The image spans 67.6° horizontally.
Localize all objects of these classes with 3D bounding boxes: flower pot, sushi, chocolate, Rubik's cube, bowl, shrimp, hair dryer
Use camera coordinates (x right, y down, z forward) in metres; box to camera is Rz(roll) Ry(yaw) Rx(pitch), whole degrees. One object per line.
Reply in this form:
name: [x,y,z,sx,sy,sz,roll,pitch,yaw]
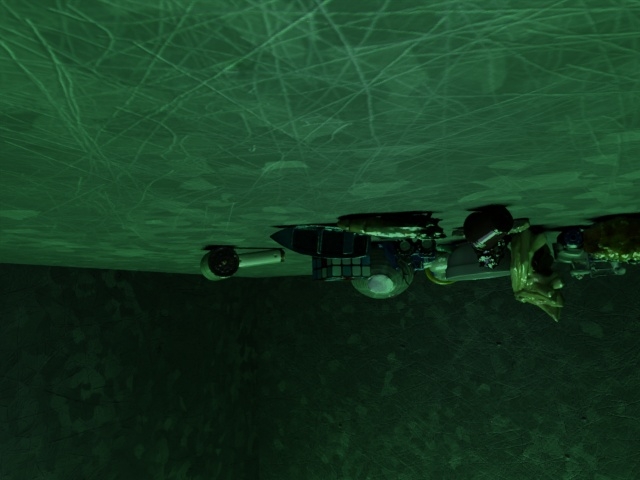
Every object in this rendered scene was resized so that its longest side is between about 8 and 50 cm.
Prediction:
flower pot: [0.436,-0.037,1.216,0.111,0.112,0.089,1,162,-20]
sushi: [0.941,0.000,1.441,0.273,0.140,0.184,3,176,13]
chocolate: [0.599,0.033,1.669,0.155,0.133,0.156,-2,175,0]
Rubik's cube: [0.069,0.056,1.630,0.154,0.154,0.151,1,171,-25]
bowl: [0.650,0.078,1.949,0.286,0.144,0.287,-4,171,-1]
shrimp: [0.192,-0.031,1.319,0.288,0.075,0.178,-3,-179,5]
hair dryer: [-0.299,0.080,1.965,0.361,0.128,0.203,-7,175,-24]

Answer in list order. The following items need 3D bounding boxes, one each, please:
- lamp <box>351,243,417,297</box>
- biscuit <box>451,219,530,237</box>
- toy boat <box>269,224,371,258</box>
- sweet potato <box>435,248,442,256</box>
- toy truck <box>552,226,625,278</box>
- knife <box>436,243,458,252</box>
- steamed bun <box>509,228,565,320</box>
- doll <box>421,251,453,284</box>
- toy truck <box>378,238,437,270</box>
lamp: [0.251,0.120,1.940,0.265,0.234,0.233,-20,166,23]
biscuit: [0.558,-0.034,1.520,0.133,0.032,0.249,3,170,-43]
toy boat: [0.000,0.000,1.419,0.298,0.096,0.062,5,-175,4]
sweet potato: [0.520,0.056,2.208,0.153,0.038,0.041,6,174,-38]
toy truck: [0.914,0.042,1.635,0.212,0.177,0.161,-5,174,21]
knife: [0.478,0.027,2.024,0.260,0.035,0.063,7,172,-23]
steamed bun: [0.766,0.138,1.671,0.189,0.248,0.428,11,159,31]
doll: [0.581,0.140,2.350,0.310,0.160,0.242,-6,175,-4]
toy truck: [0.316,0.048,1.737,0.207,0.127,0.113,-2,173,11]
